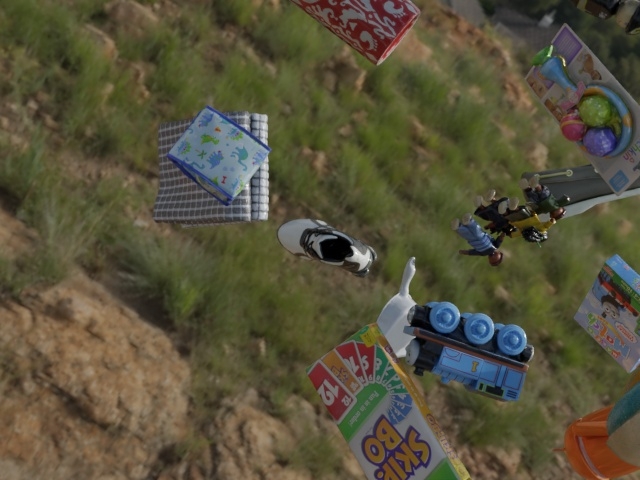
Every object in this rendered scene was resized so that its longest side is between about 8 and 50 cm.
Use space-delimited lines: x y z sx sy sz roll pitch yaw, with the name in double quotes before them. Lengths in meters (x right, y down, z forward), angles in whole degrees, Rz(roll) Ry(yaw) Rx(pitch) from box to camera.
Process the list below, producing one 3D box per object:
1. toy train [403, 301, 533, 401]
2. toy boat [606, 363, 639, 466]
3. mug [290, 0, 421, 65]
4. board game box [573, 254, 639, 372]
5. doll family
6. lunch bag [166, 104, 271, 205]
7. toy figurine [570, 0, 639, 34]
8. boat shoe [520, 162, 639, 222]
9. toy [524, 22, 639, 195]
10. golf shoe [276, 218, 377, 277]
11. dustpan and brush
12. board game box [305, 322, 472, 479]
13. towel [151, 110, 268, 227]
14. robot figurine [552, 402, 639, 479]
"toy train" 0.198 0.149 1.264 0.184 0.105 0.080 19 -7 -7
"toy boat" 0.507 0.194 1.257 0.318 0.267 0.148 16 39 -56
"mug" 0.050 -0.329 1.202 0.169 0.150 0.113 41 9 1
"board game box" 0.596 0.148 1.833 0.039 0.211 0.160 -30 62 -22
"doll family" 0.298 -0.024 1.454 0.111 0.193 0.076 39 53 -33
"lunch bag" -0.192 -0.160 1.734 0.151 0.096 0.128 37 76 -7
"toy figurine" 0.511 -0.457 1.500 0.148 0.209 0.213 31 36 13
"boat shoe" 0.493 -0.114 1.578 0.109 0.305 0.091 -76 148 -84
"toy" 0.387 -0.185 1.367 0.056 0.137 0.237 -22 70 -27
"golf shoe" 0.000 0.000 1.612 0.198 0.077 0.094 17 -7 28
"dustpan and brush" 0.170 0.139 1.925 0.060 0.211 0.147 34 21 36
"board game box" 0.092 0.251 1.242 0.259 0.124 0.039 57 28 12
"towel" -0.239 -0.146 1.962 0.121 0.284 0.235 -3 90 -49
"robot figurine" 0.544 0.369 1.716 0.158 0.219 0.128 -12 72 -55
